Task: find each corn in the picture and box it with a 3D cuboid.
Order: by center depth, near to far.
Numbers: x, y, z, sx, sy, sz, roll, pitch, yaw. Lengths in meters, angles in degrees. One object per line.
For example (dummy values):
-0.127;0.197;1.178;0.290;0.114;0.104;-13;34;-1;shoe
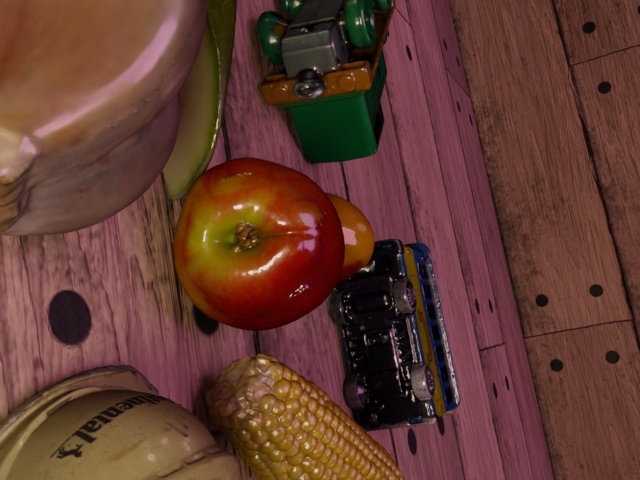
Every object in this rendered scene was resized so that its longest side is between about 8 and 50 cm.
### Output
0.000;0.254;0.781;0.347;0.130;0.130;54;31;-32;corn

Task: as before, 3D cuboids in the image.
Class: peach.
-0.061;0.007;0.725;0.197;0.197;0.197;43;39;-51;peach
0.000;0.000;0.910;0.138;0.138;0.138;43;39;-51;peach

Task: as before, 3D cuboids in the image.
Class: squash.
-0.156;-0.221;0.729;0.203;0.111;0.288;47;38;-45;squash

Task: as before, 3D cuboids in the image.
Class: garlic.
-0.223;-0.173;0.523;0.246;0.231;0.340;-22;79;-23;garlic

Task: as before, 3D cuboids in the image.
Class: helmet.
-0.131;0.194;0.511;0.257;0.137;0.204;-43;116;-64;helmet

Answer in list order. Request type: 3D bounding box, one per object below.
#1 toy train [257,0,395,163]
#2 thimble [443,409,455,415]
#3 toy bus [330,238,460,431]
0.033;-0.301;1.121;0.429;0.178;0.249;-73;151;-49;toy train
0.204;0.279;1.268;0.115;0.090;0.102;-25;103;-68;thimble
0.117;0.149;1.087;0.175;0.138;0.287;7;70;-64;toy bus
